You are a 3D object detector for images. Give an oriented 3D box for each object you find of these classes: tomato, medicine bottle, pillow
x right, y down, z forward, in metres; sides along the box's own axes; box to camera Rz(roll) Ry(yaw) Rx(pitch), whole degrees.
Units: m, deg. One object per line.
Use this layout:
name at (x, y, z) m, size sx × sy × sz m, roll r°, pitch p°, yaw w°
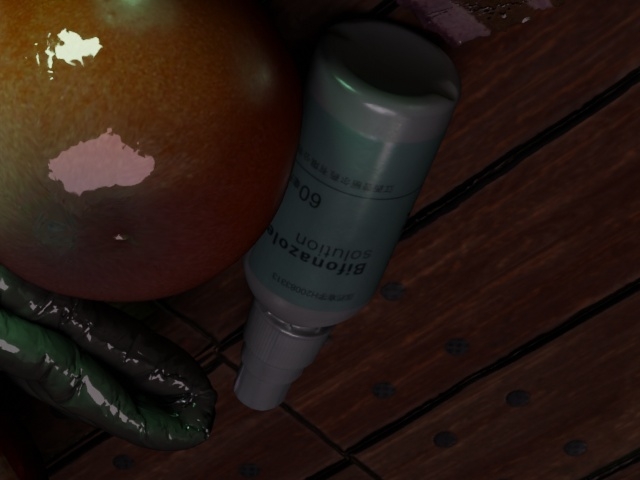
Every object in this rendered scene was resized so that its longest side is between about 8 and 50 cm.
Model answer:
tomato at (-0.138, -0.080, 1.065) m, size 0.256 × 0.224 × 0.256 m, roll -3°, pitch 135°, yaw -3°
medicine bottle at (0.000, 0.000, 1.188) m, size 0.110 × 0.110 × 0.352 m, roll 15°, pitch 129°, yaw -8°
pillow at (-0.250, 0.057, 1.204) m, size 0.326 × 0.101 × 0.228 m, roll 30°, pitch 171°, yaw -23°

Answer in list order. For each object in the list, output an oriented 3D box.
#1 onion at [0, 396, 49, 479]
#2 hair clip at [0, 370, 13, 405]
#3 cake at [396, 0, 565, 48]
onion at (-0.366, 0.253, 1.248) m, size 0.341 × 0.341 × 0.341 m, roll 2°, pitch 130°, yaw 2°
hair clip at (-0.324, 0.187, 1.424) m, size 0.070 × 0.039 × 0.229 m, roll 28°, pitch 121°, yaw -19°
cake at (0.059, -0.238, 1.014) m, size 0.116 × 0.113 × 0.295 m, roll -23°, pitch 137°, yaw 27°
